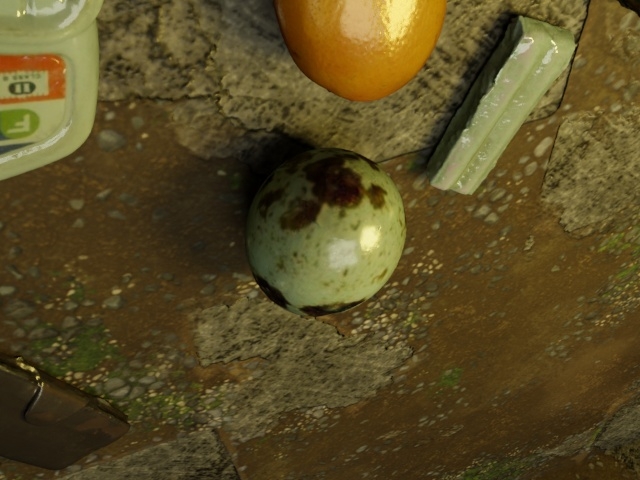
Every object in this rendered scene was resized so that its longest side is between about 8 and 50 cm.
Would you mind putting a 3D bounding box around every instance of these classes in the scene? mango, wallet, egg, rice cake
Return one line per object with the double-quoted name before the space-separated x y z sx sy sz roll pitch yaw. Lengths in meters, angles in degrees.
"mango" 0.030 -0.218 0.535 0.145 0.112 0.219 -17 129 -8
"wallet" -0.405 0.239 0.881 0.165 0.042 0.309 -28 142 8
"egg" 0.000 0.000 0.719 0.169 0.169 0.231 -6 152 -22
"rice cake" 0.198 -0.145 0.754 0.085 0.040 0.226 2 135 -30

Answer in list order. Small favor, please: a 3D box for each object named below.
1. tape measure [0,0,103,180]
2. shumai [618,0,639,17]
"tape measure" -0.275 -0.146 0.424 0.243 0.125 0.246 -13 141 -32
"shumai" 0.439 -0.294 0.472 0.395 0.348 0.395 -16 137 -15
